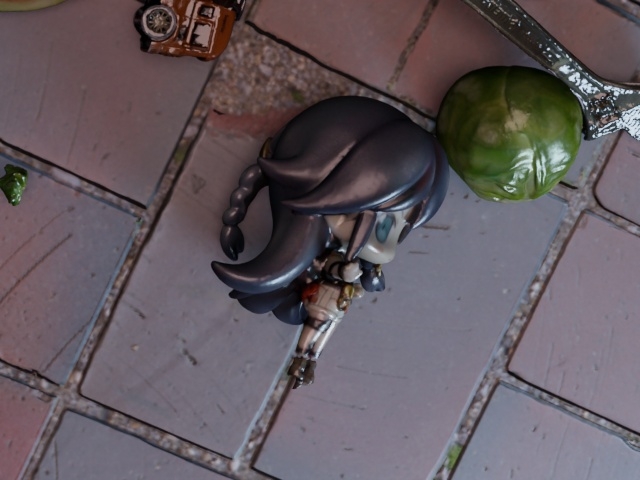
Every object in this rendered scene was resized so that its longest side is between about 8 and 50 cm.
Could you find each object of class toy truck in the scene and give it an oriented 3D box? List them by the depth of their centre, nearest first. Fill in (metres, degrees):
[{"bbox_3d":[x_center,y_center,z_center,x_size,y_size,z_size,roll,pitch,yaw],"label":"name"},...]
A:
[{"bbox_3d":[-0.115,-0.265,1.371,0.092,0.083,0.192,13,95,-16],"label":"toy truck"}]

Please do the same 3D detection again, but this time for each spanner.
[{"bbox_3d":[0.232,-0.182,1.419,0.325,0.026,0.093,34,118,-30],"label":"spanner"}]

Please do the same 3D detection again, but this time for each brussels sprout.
[{"bbox_3d":[0.183,-0.102,1.413,0.155,0.117,0.155,7,129,9],"label":"brussels sprout"}]

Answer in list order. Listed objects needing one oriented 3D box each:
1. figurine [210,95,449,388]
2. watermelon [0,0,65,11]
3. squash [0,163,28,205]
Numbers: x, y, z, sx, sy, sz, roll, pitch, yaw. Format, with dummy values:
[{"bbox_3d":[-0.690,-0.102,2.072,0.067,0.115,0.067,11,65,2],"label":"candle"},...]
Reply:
[{"bbox_3d":[0.005,-0.012,1.387,0.197,0.175,0.265,45,82,-7],"label":"figurine"},{"bbox_3d":[-0.278,-0.283,1.339,0.125,0.094,0.135,-11,96,1],"label":"watermelon"},{"bbox_3d":[-0.463,-0.083,1.339,0.378,0.101,0.101,11,97,-11],"label":"squash"}]
